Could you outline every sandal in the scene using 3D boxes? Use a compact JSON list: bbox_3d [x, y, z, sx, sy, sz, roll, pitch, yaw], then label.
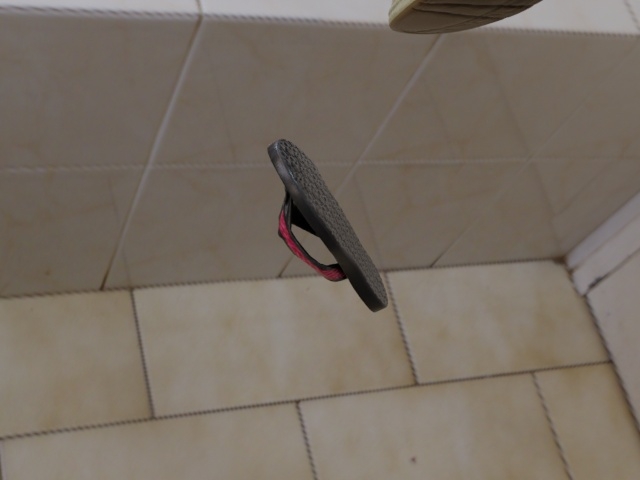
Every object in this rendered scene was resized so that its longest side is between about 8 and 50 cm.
[{"bbox_3d":[0.000,0.000,0.708,0.040,0.179,0.067,-21,49,11],"label":"sandal"}]

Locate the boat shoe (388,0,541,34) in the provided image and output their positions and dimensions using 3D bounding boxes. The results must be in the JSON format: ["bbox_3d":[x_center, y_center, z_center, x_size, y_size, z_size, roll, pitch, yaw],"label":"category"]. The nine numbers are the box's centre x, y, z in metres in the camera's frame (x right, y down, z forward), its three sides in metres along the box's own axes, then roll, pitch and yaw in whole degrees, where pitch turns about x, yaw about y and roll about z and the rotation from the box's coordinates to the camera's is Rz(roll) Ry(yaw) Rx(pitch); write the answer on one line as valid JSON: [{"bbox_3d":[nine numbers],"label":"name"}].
[{"bbox_3d":[0.133,-0.227,0.689,0.105,0.285,0.089,-5,77,-29],"label":"boat shoe"}]
